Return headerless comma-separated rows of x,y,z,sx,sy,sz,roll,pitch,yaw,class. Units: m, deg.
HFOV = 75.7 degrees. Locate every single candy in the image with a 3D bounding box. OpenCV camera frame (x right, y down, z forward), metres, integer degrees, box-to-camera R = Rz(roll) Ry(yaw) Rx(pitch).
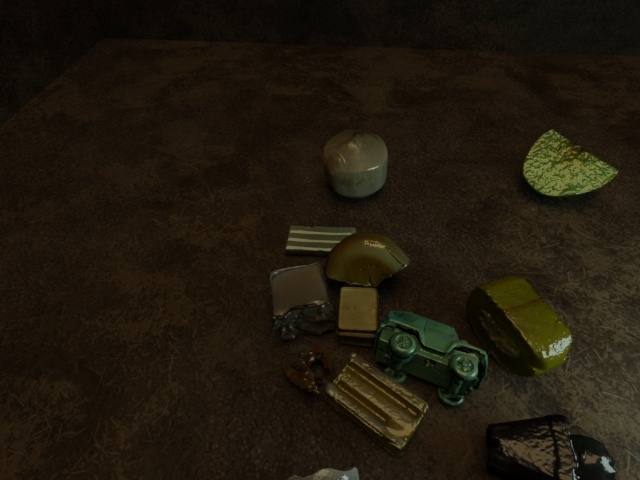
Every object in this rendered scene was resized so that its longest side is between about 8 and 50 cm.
-0.061,0.175,1.196,0.184,0.137,0.195,-11,48,-7,candy

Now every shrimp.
-0.030,0.329,1.089,0.132,0.052,0.187,-34,35,-15,shrimp

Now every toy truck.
0.278,0.296,1.065,0.278,0.155,0.156,17,44,17,toy truck

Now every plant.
0.499,0.475,0.903,0.255,0.142,0.164,4,48,12,plant

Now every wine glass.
0.013,0.575,0.832,0.164,0.165,0.197,-7,52,-3,wine glass

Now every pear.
0.872,-0.234,1.516,0.239,0.139,0.288,-36,59,-7,pear

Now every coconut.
0.125,-0.294,1.524,0.244,0.247,0.245,-2,50,3,coconut

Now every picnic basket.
0.107,0.216,1.182,0.115,0.080,0.164,3,44,8,picnic basket

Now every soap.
0.136,0.404,1.027,0.233,0.076,0.135,30,57,27,soap

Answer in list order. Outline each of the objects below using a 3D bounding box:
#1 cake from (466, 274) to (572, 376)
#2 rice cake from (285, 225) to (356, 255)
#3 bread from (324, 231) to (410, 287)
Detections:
0.517,0.230,1.092,0.156,0.179,0.261,-18,53,-12,cake
0.000,0.000,1.407,0.237,0.043,0.127,5,50,6,rice cake
0.144,0.046,1.252,0.260,0.156,0.158,8,19,16,bread
